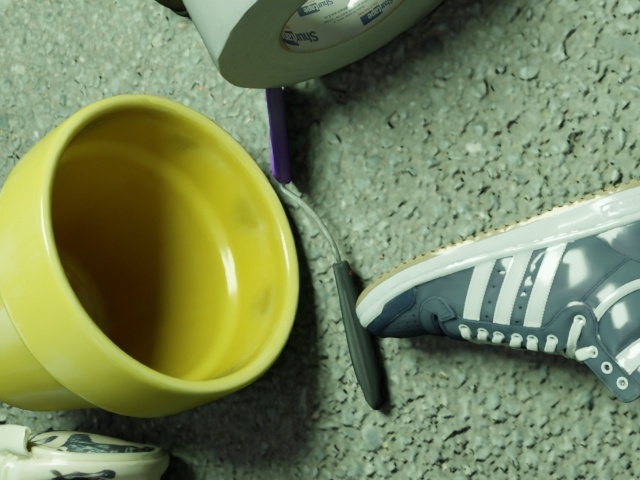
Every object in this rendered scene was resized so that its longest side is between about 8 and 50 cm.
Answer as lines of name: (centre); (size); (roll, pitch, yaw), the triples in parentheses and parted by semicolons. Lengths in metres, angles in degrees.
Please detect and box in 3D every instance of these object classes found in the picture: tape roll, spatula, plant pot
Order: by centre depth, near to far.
tape roll: (0.006, -0.204, 1.029); (0.219, 0.219, 0.072); (-34, 75, 25)
spatula: (0.000, 0.000, 1.123); (0.030, 0.084, 0.296); (-22, 85, 7)
plant pot: (-0.188, 0.038, 1.135); (0.239, 0.254, 0.254); (-27, 76, 41)

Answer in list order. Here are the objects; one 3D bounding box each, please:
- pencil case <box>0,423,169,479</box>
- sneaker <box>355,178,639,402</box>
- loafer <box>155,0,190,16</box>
pencil case: (-0.240, 0.357, 1.185); (0.160, 0.183, 0.410); (10, 94, 30)
sneaker: (0.165, 0.064, 1.005); (0.282, 0.099, 0.153); (-21, 77, 25)
loafer: (-0.161, -0.305, 1.205); (0.080, 0.078, 0.220); (-36, 73, 24)
